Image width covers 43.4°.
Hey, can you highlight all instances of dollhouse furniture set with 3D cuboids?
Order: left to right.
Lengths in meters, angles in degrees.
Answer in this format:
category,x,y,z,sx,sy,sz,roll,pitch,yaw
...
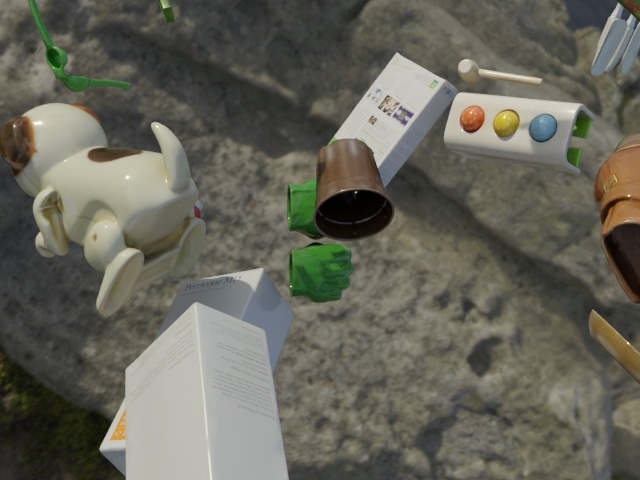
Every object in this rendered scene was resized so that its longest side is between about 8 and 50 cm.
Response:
category,x,y,z,sx,sy,sz,roll,pitch,yaw
dollhouse furniture set,-0.222,-0.455,1.478,0.152,0.076,0.058,-19,63,-11

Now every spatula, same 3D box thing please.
category,x,y,z,sx,sy,sz,roll,pitch,yaw
spatula,0.464,-0.352,1.152,0.168,0.242,0.019,-9,36,-47

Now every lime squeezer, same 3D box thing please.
category,x,y,z,sx,sy,sz,roll,pitch,yaw
lime squeezer,-0.544,-0.397,1.759,0.110,0.059,0.310,-56,134,-11

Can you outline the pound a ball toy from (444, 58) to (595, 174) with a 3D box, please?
category,x,y,z,sx,sy,sz,roll,pitch,yaw
pound a ball toy,0.390,-0.269,1.656,0.136,0.319,0.208,16,90,-52

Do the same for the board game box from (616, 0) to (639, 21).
category,x,y,z,sx,sy,sz,roll,pitch,yaw
board game box,0.317,-0.198,0.675,0.092,0.043,0.181,39,13,-5

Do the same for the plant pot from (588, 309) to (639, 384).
category,x,y,z,sx,sy,sz,roll,pitch,yaw
plant pot,0.478,0.197,1.183,0.236,0.032,0.236,44,9,-8

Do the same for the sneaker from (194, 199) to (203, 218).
category,x,y,z,sx,sy,sz,roll,pitch,yaw
sneaker,-0.357,-0.062,1.934,0.221,0.087,0.128,28,54,-53

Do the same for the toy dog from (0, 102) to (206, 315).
category,x,y,z,sx,sy,sz,roll,pitch,yaw
toy dog,-0.462,-0.110,1.614,0.408,0.395,0.285,36,45,17

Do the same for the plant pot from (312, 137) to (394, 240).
category,x,y,z,sx,sy,sz,roll,pitch,yaw
plant pot,0.058,-0.112,1.672,0.167,0.167,0.165,19,44,-31

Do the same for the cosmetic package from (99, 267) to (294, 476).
category,x,y,z,sx,sy,sz,roll,pitch,yaw
cosmetic package,-0.239,0.281,1.667,0.161,0.230,0.453,59,33,-33

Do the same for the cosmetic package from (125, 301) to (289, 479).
category,x,y,z,sx,sy,sz,roll,pitch,yaw
cosmetic package,-0.180,0.315,1.228,0.156,0.217,0.384,27,35,-35

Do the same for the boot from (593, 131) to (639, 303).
category,x,y,z,sx,sy,sz,roll,pitch,yaw
boot,0.234,0.026,0.459,0.197,0.073,0.152,37,32,4

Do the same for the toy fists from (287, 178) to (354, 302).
category,x,y,z,sx,sy,sz,roll,pitch,yaw
toy fists,0.000,0.000,1.800,0.142,0.096,0.279,0,83,-9

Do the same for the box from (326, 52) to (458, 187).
category,x,y,z,sx,sy,sz,roll,pitch,yaw
box,0.145,-0.259,1.844,0.058,0.322,0.232,33,11,-35
